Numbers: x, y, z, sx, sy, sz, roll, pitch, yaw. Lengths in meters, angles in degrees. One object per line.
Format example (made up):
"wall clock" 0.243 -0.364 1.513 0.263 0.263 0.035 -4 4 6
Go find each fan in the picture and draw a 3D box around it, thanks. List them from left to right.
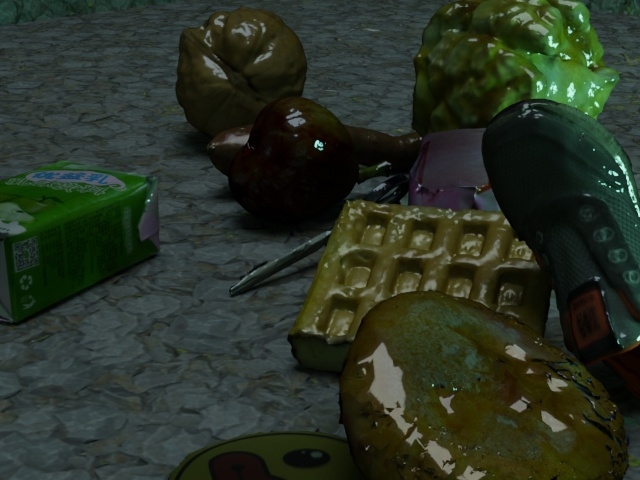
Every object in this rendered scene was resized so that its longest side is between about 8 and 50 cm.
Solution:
"fan" -0.060 0.211 0.921 0.334 0.011 0.229 -2 21 -14

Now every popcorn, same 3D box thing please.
"popcorn" 0.268 -0.200 1.665 0.274 0.336 0.279 20 48 18

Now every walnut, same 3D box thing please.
"walnut" -0.126 -0.266 1.916 0.257 0.224 0.257 39 7 -6

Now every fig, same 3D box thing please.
"fig" -0.001 -0.105 1.600 0.274 0.170 0.145 4 28 -48

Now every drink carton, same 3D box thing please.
"drink carton" -0.322 -0.008 1.359 0.161 0.108 0.271 12 23 27

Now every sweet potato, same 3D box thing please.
"sweet potato" -0.004 -0.134 1.743 0.385 0.109 0.109 -5 20 -34

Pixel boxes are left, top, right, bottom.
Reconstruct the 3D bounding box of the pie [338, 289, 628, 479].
"pie" 0.135 0.137 0.974 0.273 0.069 0.273 12 40 -10

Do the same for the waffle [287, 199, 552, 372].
"waffle" 0.113 0.051 1.197 0.247 0.055 0.221 6 42 17

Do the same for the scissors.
"scissors" 0.000 0.000 1.421 0.300 0.109 0.022 -28 68 -36

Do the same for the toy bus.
"toy bus" 0.169 -0.038 1.429 0.127 0.147 0.303 -1 19 9

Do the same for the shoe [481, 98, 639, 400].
"shoe" 0.250 0.034 1.076 0.132 0.336 0.171 -29 20 36
